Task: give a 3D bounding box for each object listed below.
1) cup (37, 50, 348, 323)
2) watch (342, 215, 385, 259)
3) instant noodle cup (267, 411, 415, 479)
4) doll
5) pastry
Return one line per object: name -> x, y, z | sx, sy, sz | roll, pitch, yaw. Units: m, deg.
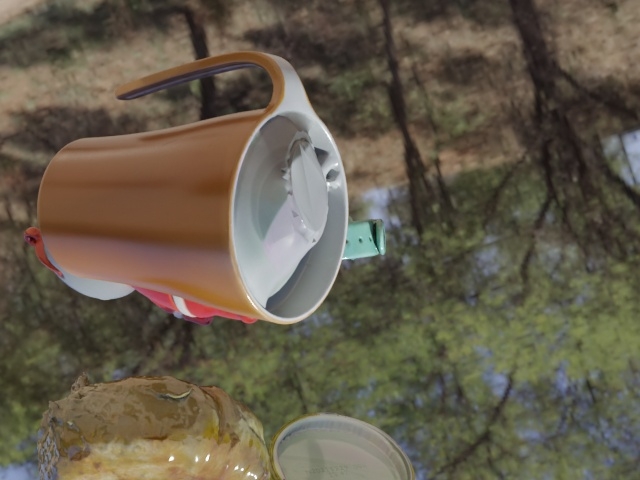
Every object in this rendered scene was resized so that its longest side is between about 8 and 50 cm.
cup -> -0.110, -0.048, 0.948 | 0.264, 0.226, 0.182 | 3, -178, 31
watch -> 0.000, 0.000, 1.565 | 0.195, 0.068, 0.237 | -6, 179, 9
instant noodle cup -> 0.010, 0.379, 1.510 | 0.264, 0.200, 0.264 | 12, -150, -7
doll -> -0.235, 0.026, 1.390 | 0.336, 0.200, 0.105 | 10, -127, 19
pastry -> -0.171, 0.218, 1.120 | 0.236, 0.121, 0.257 | 8, 143, -17
